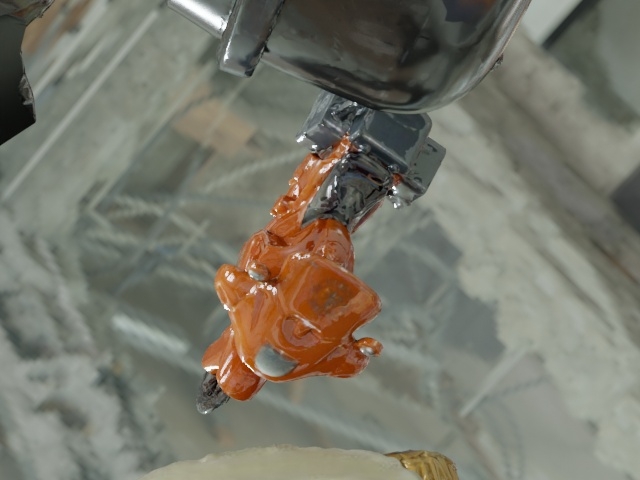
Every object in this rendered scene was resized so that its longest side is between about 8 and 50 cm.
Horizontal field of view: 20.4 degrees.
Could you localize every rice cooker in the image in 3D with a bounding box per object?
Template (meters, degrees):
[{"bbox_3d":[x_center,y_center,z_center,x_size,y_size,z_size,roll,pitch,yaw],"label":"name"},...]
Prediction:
[{"bbox_3d":[0.035,-0.217,1.127,0.224,0.267,0.267,19,-160,-7],"label":"rice cooker"}]

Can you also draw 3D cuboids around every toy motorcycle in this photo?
[{"bbox_3d":[0.000,0.000,1.501,0.148,0.325,0.221,35,156,-16],"label":"toy motorcycle"}]

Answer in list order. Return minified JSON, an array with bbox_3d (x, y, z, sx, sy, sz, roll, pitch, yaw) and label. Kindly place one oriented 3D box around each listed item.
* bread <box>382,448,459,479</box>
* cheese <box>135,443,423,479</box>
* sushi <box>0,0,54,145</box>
[{"bbox_3d":[0.063,0.303,1.854,0.199,0.199,0.104,24,-141,-47],"label":"bread"},{"bbox_3d":[-0.040,0.314,1.421,0.292,0.332,0.153,-84,-12,-48],"label":"cheese"},{"bbox_3d":[-0.248,-0.187,0.970,0.227,0.212,0.215,57,-177,24],"label":"sushi"}]
